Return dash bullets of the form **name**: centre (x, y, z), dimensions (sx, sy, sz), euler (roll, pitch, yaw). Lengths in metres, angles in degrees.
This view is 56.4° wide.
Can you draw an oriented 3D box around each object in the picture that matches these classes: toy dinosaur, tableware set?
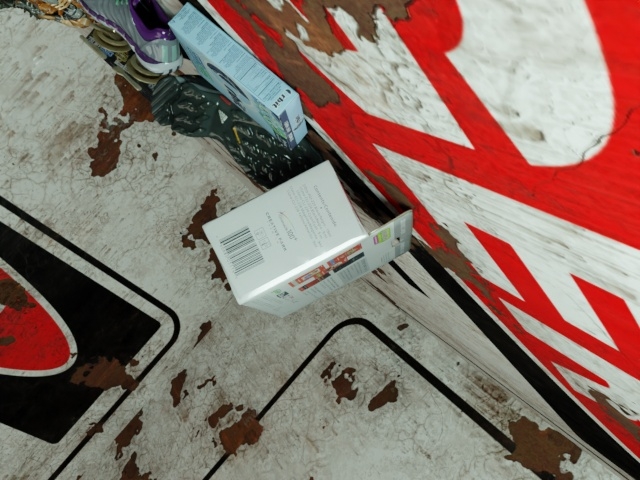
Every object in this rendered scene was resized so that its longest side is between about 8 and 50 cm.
- **toy dinosaur**: centre (-0.503, -0.467, 1.148), dimensions (0.219, 0.164, 0.322), euler (26, 169, 2)
- **tableware set**: centre (-0.412, -0.415, 1.298), dimensions (0.194, 0.128, 0.039), euler (42, 134, 7)

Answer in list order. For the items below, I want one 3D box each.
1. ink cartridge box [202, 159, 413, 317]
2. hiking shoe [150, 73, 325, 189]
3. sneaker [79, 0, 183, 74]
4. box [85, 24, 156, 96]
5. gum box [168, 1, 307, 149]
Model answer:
- **ink cartridge box**: centre (0.000, 0.000, 0.958), dimensions (0.130, 0.272, 0.309), euler (63, -179, 13)
- **hiking shoe**: centre (-0.112, -0.185, 0.960), dimensions (0.304, 0.113, 0.132), euler (32, -149, -3)
- **sneaker**: centre (-0.284, -0.356, 0.897), dimensions (0.224, 0.083, 0.098), euler (43, 148, 8)
- **box**: centre (-0.513, -0.468, 1.765), dimensions (0.293, 0.073, 0.295), euler (40, 177, 30)
- **gum box**: centre (-0.103, -0.212, 0.798), dimensions (0.184, 0.041, 0.157), euler (41, 176, 7)
